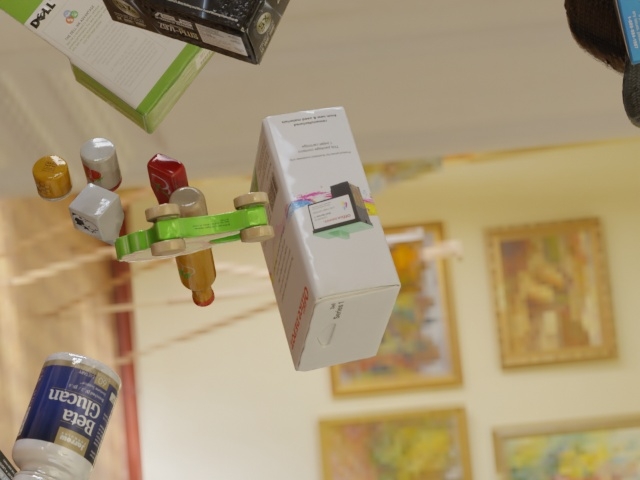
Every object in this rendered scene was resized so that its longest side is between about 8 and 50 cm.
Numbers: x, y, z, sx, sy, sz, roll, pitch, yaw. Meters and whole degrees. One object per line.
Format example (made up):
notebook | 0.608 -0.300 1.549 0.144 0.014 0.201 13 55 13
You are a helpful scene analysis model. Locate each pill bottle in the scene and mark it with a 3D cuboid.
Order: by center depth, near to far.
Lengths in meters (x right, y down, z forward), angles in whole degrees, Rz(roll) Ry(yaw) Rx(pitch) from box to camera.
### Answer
pill bottle | -0.293 0.221 1.962 0.094 0.094 0.169 80 23 -60

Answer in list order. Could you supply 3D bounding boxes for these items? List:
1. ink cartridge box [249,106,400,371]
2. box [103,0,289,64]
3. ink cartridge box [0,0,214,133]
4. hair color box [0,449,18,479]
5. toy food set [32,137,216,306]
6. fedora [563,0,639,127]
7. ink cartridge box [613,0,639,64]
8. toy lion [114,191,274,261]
ink cartridge box | 0.000 0.000 2.249 0.201 0.117 0.278 104 -27 -58
box | -0.121 -0.285 1.819 0.077 0.180 0.147 69 43 -66
ink cartridge box | -0.274 -0.297 2.303 0.189 0.255 0.097 -53 174 -11
hair color box | -0.485 0.439 2.242 0.185 0.113 0.374 54 28 -16
toy food set | -0.198 -0.025 1.884 0.111 0.232 0.104 -53 153 -32
fedora | 0.356 -0.290 1.832 0.334 0.152 0.334 -35 137 -40
ink cartridge box | 0.368 -0.267 1.612 0.086 0.203 0.148 -85 160 -64
toy lion | -0.090 -0.003 1.194 0.096 0.100 0.034 144 -64 -72
